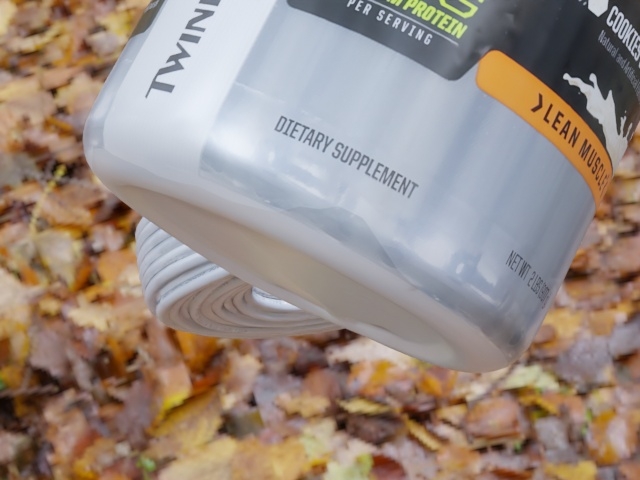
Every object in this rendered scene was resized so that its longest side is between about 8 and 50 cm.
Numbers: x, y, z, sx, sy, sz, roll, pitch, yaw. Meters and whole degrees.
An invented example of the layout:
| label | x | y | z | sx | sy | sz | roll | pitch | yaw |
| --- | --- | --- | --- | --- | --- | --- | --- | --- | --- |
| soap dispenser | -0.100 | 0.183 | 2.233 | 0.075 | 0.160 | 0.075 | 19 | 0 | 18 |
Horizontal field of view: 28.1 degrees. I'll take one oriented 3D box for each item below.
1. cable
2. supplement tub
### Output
| label | x | y | z | sx | sy | sz | roll | pitch | yaw |
| --- | --- | --- | --- | --- | --- | --- | --- | --- | --- |
| cable | 0.000 | 0.000 | 0.895 | 0.257 | 0.089 | 0.257 | 0 | -20 | -28 |
| supplement tub | 0.057 | -0.124 | 0.517 | 0.193 | 0.193 | 0.316 | 17 | 77 | 46 |
